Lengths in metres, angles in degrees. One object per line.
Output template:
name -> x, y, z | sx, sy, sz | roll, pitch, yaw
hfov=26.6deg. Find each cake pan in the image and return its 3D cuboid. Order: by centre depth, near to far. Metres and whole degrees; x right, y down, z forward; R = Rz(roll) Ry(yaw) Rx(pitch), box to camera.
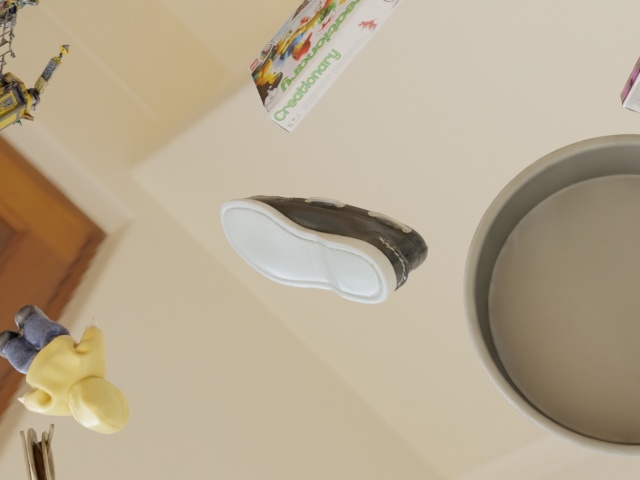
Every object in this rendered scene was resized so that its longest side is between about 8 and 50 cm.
cake pan -> 0.274, 0.049, 1.196 | 0.293, 0.293, 0.054 | -48, 161, -8

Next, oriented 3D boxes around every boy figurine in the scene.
boy figurine -> -0.401, 0.206, 2.160 | 0.285, 0.092, 0.177 | 32, -100, 36

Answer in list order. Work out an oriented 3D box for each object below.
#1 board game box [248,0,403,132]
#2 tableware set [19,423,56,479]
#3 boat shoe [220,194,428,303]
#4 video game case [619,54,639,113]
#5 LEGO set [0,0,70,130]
board game box -> 0.014, -0.329, 2.083 | 0.305, 0.053, 0.193 | -49, -150, 16
tableware set -> -0.323, 0.322, 1.647 | 0.039, 0.194, 0.128 | -11, 173, -6
boat shoe -> 0.000, 0.000, 1.675 | 0.303, 0.114, 0.091 | 23, -136, 39
video game case -> 0.439, -0.198, 1.324 | 0.042, 0.210, 0.232 | -76, -172, -65
LEGO set -> -0.393, -0.312, 1.656 | 0.192, 0.255, 0.331 | -41, 154, -41
